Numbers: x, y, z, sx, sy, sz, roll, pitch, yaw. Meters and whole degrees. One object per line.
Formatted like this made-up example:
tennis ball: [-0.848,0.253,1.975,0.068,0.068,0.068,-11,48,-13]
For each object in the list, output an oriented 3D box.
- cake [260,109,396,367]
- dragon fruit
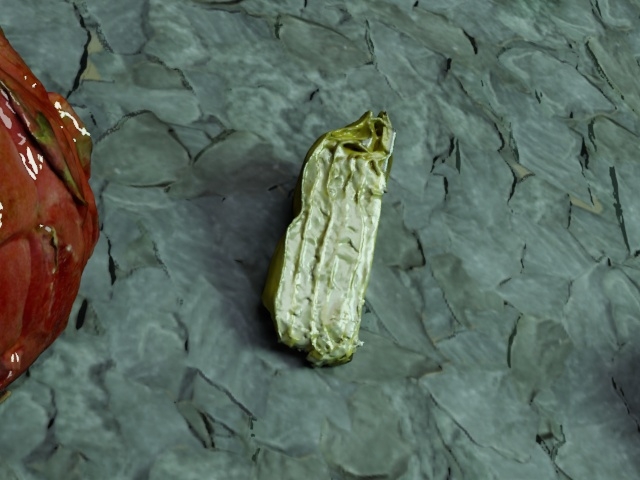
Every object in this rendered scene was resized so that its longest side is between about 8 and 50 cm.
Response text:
cake: [-0.004,-0.001,1.063,0.080,0.116,0.184,11,80,-16]
dragon fruit: [-0.232,-0.013,0.811,0.241,0.241,0.252,18,62,-16]
